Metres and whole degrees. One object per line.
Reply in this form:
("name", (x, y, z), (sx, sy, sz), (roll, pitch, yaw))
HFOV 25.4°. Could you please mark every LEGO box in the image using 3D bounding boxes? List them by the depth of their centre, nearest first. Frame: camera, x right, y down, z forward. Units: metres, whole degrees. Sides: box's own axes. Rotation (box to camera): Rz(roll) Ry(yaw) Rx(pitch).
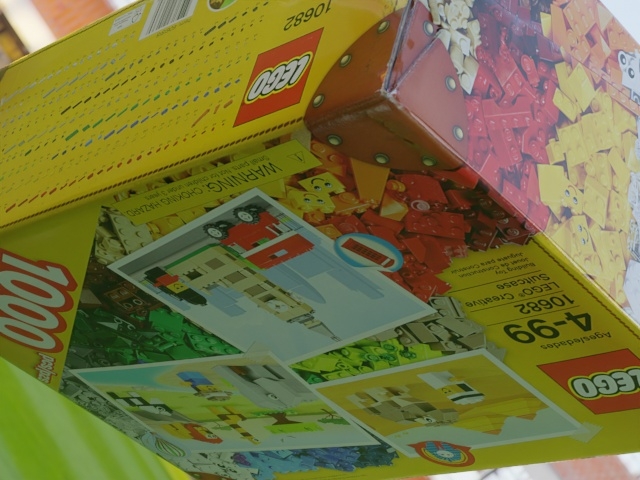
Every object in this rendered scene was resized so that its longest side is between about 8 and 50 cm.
("LEGO box", (0.000, 0.000, 0.988), (0.500, 0.193, 0.372), (-16, -44, 43))
